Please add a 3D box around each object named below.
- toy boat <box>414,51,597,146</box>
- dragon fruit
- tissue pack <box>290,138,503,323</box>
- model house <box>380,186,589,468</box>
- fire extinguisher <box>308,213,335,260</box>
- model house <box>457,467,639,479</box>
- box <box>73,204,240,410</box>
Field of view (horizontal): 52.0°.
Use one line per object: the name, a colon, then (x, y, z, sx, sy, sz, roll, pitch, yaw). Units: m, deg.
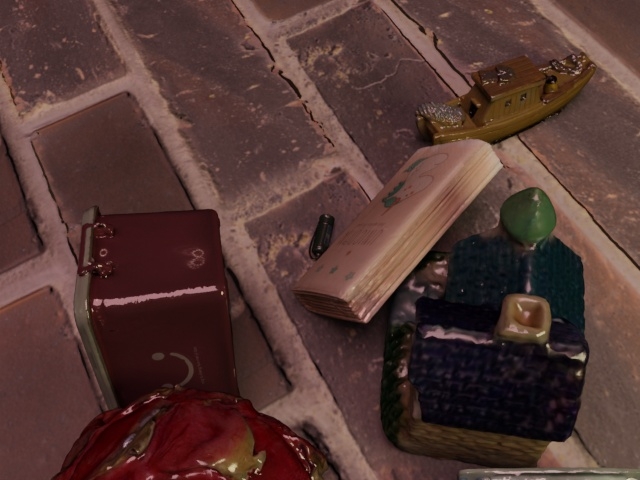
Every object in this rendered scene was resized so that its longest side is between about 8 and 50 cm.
toy boat: (0.311, -0.240, 1.092, 0.321, 0.121, 0.089, -22, 55, -8)
dragon fruit: (-0.144, 0.314, 0.709, 0.329, 0.329, 0.329, -2, 60, 4)
tissue pack: (0.110, -0.018, 0.961, 0.325, 0.170, 0.071, -47, 111, -20)
model house: (0.211, 0.101, 0.817, 0.243, 0.284, 0.299, 9, 61, 5)
fire extinguisher: (0.000, 0.000, 1.035, 0.038, 0.025, 0.083, -12, 53, 38)
model house: (0.271, 0.351, 0.698, 0.224, 0.215, 0.199, -3, 98, 4)
box: (-0.198, 0.100, 0.844, 0.167, 0.294, 0.193, -8, 45, -10)
